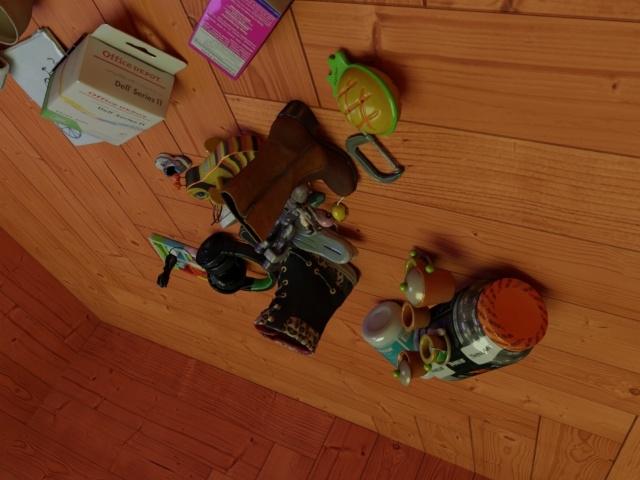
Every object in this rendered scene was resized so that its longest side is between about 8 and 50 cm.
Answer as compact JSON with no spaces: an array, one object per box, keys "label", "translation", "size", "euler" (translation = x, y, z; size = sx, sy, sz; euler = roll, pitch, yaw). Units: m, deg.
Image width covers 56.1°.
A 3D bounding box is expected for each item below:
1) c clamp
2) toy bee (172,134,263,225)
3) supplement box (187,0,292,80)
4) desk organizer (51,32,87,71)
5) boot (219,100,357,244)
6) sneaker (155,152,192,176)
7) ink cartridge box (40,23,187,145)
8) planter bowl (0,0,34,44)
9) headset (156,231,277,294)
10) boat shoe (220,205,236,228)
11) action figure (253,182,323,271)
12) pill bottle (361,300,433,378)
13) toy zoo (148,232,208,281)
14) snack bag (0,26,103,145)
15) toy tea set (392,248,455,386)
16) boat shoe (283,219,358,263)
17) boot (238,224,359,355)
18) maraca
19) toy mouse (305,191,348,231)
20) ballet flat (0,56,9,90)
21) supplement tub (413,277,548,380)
[{"label":"c clamp","translation":[0.118,-0.176,1.250],"size":[0.137,0.022,0.160],"euler":[-5,137,47]},{"label":"toy bee","translation":[-0.263,-0.143,1.448],"size":[0.162,0.195,0.298],"euler":[8,122,-32]},{"label":"supplement box","translation":[-0.128,-0.390,1.024],"size":[0.114,0.111,0.220],"euler":[37,153,-15]},{"label":"desk organizer","translation":[-0.581,-0.430,1.421],"size":[0.130,0.050,0.047],"euler":[-23,124,42]},{"label":"boot","translation":[-0.051,-0.106,1.247],"size":[0.096,0.280,0.264],"euler":[6,145,38]},{"label":"sneaker","translation":[-0.423,-0.207,1.672],"size":[0.135,0.058,0.052],"euler":[5,144,39]},{"label":"ink cartridge box","translation":[-0.476,-0.339,1.366],"size":[0.207,0.119,0.354],"euler":[19,162,-36]},{"label":"planter bowl","translation":[-0.708,-0.535,1.330],"size":[0.162,0.109,0.162],"euler":[23,151,13]},{"label":"headset","translation":[-0.336,0.101,1.973],"size":[0.395,0.185,0.243],"euler":[7,147,15]},{"label":"boat shoe","translation":[-0.220,-0.113,1.623],"size":[0.084,0.095,0.258],"euler":[57,143,4]},{"label":"action figure","translation":[-0.086,-0.052,1.518],"size":[0.185,0.099,0.285],"euler":[52,136,21]},{"label":"pill bottle","translation":[0.255,0.312,1.813],"size":[0.264,0.146,0.146],"euler":[44,149,-26]},{"label":"toy zoo","translation":[-0.488,0.076,2.242],"size":[0.293,0.030,0.192],"euler":[19,151,20]},{"label":"snack bag","translation":[-0.696,-0.401,1.626],"size":[0.323,0.037,0.342],"euler":[1,139,42]},{"label":"toy tea set","translation":[0.220,0.194,1.435],"size":[0.124,0.335,0.200],"euler":[0,-175,-18]},{"label":"boat shoe","translation":[0.000,0.000,1.598],"size":[0.226,0.083,0.076],"euler":[35,-162,28]},{"label":"boot","translation":[-0.106,0.124,1.683],"size":[0.378,0.284,0.138],"euler":[31,153,-6]},{"label":"maraca","translation":[0.073,-0.262,1.075],"size":[0.185,0.099,0.127],"euler":[45,152,26]},{"label":"toy mouse","translation":[0.001,-0.075,1.523],"size":[0.143,0.031,0.161],"euler":[18,151,20]},{"label":"ballet flat","translation":[-0.963,-0.556,1.532],"size":[0.400,0.139,0.139],"euler":[48,148,-22]},{"label":"supplement tub","translation":[0.384,0.218,1.468],"size":[0.207,0.207,0.338],"euler":[31,153,-3]}]
